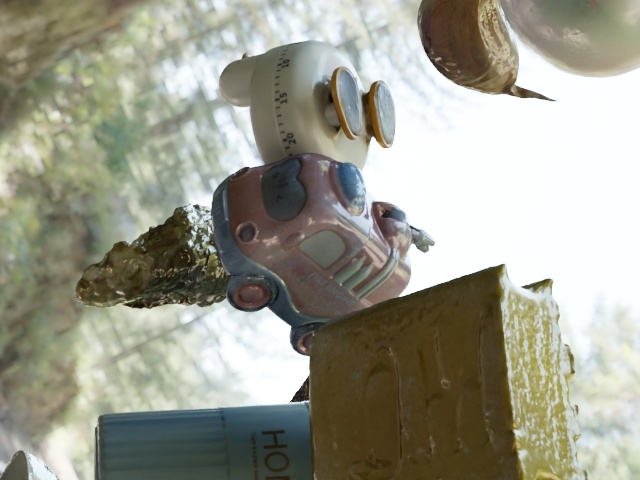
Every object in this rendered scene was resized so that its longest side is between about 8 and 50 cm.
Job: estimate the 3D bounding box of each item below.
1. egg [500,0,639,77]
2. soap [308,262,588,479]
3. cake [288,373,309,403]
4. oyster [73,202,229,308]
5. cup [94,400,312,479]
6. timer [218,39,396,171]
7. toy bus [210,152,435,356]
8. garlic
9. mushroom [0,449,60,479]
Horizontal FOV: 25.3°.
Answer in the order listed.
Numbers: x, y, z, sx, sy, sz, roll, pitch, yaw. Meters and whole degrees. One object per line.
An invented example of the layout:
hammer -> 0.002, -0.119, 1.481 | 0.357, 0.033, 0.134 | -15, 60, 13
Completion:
egg -> 0.439, -0.420, 2.250 | 0.340, 0.354, 0.354 | -63, 134, -65
soap -> 0.150, 0.210, 1.778 | 0.335, 0.156, 0.293 | -19, -115, 40
cake -> 0.002, 0.325, 2.433 | 0.112, 0.246, 0.135 | 26, 17, -35
oyster -> -0.204, 0.033, 2.129 | 0.110, 0.341, 0.166 | 45, -64, 30
cup -> -0.161, 0.391, 2.005 | 0.257, 0.311, 0.331 | -125, -144, -74
timer -> -0.035, -0.179, 2.112 | 0.233, 0.240, 0.233 | 33, 53, -57
toy bus -> 0.000, 0.000, 1.982 | 0.294, 0.232, 0.197 | 40, 28, -35
garlic -> 0.193, -0.237, 1.717 | 0.128, 0.090, 0.198 | -6, -58, 39
mushroom -> -0.331, 0.327, 1.689 | 0.093, 0.116, 0.225 | 12, -22, 21
